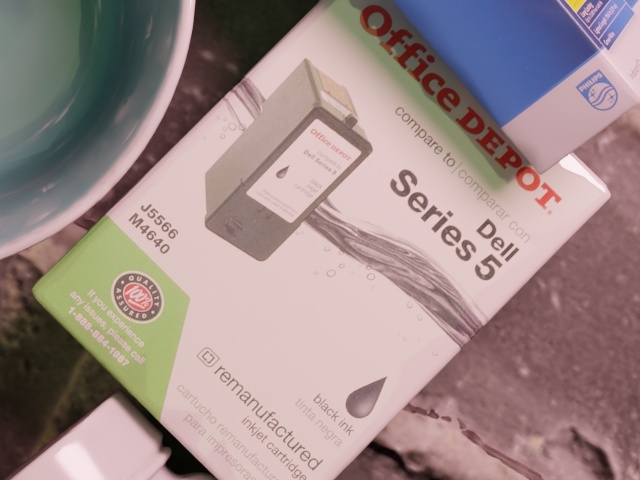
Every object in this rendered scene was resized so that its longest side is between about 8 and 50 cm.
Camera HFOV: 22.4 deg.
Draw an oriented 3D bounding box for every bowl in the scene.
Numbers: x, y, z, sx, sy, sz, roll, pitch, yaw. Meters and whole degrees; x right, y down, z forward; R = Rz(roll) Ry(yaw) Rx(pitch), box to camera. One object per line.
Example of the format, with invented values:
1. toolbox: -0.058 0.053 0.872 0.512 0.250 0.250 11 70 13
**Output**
1. bowl: -0.222 -0.137 0.912 0.311 0.163 0.312 0 91 -2

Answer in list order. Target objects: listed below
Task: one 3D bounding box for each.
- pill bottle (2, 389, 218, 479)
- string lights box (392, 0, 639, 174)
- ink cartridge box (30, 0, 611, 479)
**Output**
1. pill bottle: -0.077 0.235 0.920 0.160 0.160 0.283 -38 91 -1
2. string lights box: 0.078 -0.175 0.874 0.076 0.133 0.260 -38 96 33
3. ink cartridge box: 0.000 0.000 0.943 0.198 0.115 0.273 44 88 -2
